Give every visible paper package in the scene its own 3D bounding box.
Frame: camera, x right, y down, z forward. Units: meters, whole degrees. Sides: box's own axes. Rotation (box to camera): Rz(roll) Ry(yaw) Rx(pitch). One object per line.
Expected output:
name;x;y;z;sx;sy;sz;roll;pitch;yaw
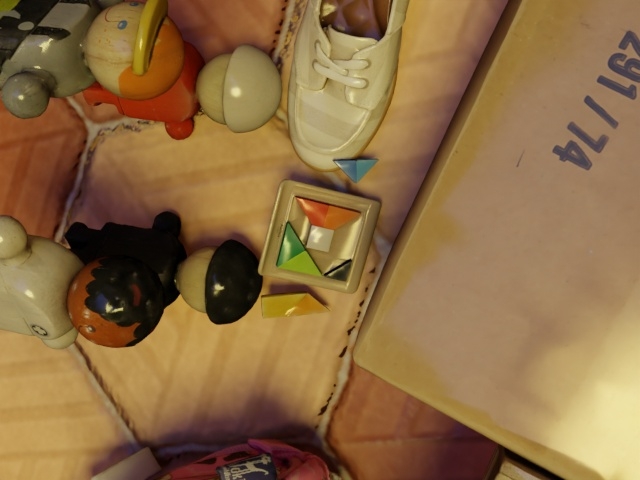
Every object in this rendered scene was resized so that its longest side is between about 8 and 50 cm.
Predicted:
paper package;0.222;-0.028;0.345;0.310;0.168;0.324;26;98;17

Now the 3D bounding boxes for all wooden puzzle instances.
wooden puzzle;0.000;0.000;0.474;0.079;0.014;0.116;5;104;-13

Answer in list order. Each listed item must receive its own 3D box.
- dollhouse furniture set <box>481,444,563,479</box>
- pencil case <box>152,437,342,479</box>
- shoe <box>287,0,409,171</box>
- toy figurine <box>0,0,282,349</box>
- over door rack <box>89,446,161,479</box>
dollhouse furniture set;0.160;0.220;0.309;0.242;0.212;0.160;25;88;17
pencil case;-0.011;0.319;0.424;0.167;0.160;0.385;-25;82;22
shoe;0.020;-0.153;0.465;0.077;0.058;0.218;17;95;17
toy figurine;-0.118;-0.040;0.432;0.148;0.209;0.212;10;94;12
over door rack;-0.323;0.172;0.550;0.324;0.108;0.239;-38;80;14
